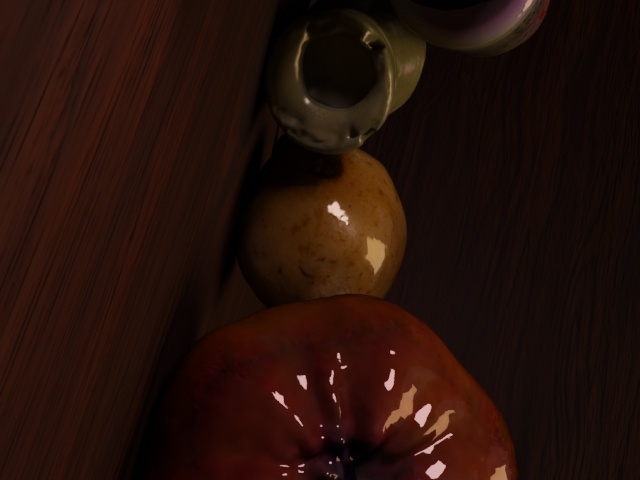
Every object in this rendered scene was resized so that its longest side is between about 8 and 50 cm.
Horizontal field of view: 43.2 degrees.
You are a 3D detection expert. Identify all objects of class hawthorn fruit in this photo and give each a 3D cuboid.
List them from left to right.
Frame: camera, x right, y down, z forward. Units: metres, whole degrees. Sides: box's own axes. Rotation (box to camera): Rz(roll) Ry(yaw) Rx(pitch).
[{"bbox_3d":[-0.003,0.301,0.977,0.472,0.472,0.471,16,90,-90],"label":"hawthorn fruit"}]

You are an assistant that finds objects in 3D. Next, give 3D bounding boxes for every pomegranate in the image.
[{"bbox_3d":[0.004,-0.017,1.250,0.307,0.307,0.307,16,90,-90],"label":"pomegranate"}]

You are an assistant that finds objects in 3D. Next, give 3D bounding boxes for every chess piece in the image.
[{"bbox_3d":[0.045,-0.264,1.222,0.442,0.234,0.234,-66,172,-68],"label":"chess piece"}]

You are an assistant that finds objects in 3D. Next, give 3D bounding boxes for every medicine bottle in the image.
[{"bbox_3d":[0.247,-0.396,1.256,0.388,0.219,0.219,-25,133,-69],"label":"medicine bottle"}]

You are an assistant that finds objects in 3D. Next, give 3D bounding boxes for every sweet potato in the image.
[{"bbox_3d":[-0.059,-0.168,1.493,0.053,0.054,0.182,-32,154,-36],"label":"sweet potato"}]

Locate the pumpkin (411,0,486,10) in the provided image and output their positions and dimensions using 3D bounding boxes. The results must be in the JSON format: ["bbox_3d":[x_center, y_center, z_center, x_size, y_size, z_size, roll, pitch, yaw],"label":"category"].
[{"bbox_3d":[0.166,-0.444,0.883,0.363,0.266,0.363,-30,147,-22],"label":"pumpkin"}]
